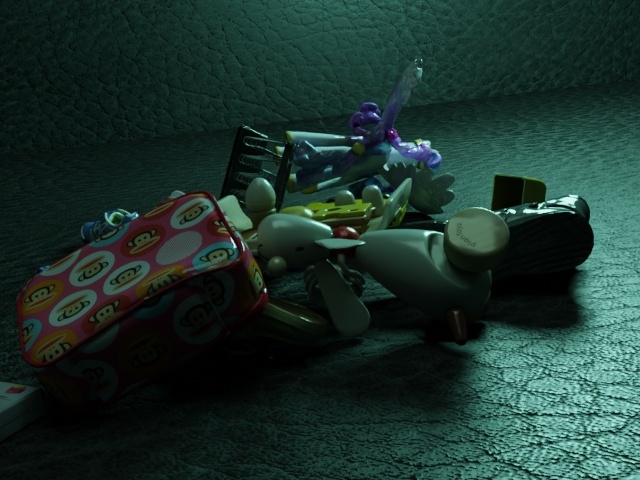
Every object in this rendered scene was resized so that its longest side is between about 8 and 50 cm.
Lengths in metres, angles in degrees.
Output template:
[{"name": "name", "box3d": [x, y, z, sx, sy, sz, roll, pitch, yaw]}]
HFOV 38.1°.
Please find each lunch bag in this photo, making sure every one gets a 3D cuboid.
[{"name": "lunch bag", "box3d": [-0.230, 0.059, 1.148, 0.293, 0.120, 0.258, -28, 35, -6]}]

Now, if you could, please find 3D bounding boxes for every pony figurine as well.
[{"name": "pony figurine", "box3d": [0.106, -0.181, 1.885, 0.363, 0.303, 0.351, -7, -4, -10]}]

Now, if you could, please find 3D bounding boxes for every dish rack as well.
[{"name": "dish rack", "box3d": [-0.124, -0.111, 1.795, 0.074, 0.208, 0.271, 13, 5, -19]}]

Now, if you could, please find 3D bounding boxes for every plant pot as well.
[{"name": "plant pot", "box3d": [0.383, -0.083, 1.761, 0.083, 0.082, 0.081, -1, 10, -36]}]

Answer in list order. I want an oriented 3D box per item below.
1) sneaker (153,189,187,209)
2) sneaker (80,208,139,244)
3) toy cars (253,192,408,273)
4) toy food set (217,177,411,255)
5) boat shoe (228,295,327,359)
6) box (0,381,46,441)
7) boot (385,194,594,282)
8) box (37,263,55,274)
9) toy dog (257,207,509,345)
[{"name": "sneaker", "box3d": [-0.261, -0.017, 1.799, 0.128, 0.087, 0.221, -40, 36, -27]}, {"name": "sneaker", "box3d": [-0.400, -0.023, 1.807, 0.211, 0.081, 0.080, 7, 21, 45]}, {"name": "toy cars", "box3d": [-0.030, 0.001, 1.586, 0.393, 0.087, 0.176, -16, 19, -23]}, {"name": "toy food set", "box3d": [-0.024, -0.051, 1.401, 0.305, 0.093, 0.220, -6, 11, 14]}, {"name": "boat shoe", "box3d": [-0.115, 0.110, 1.233, 0.285, 0.089, 0.104, 10, -5, 38]}, {"name": "box", "box3d": [-0.426, 0.208, 1.033, 0.145, 0.038, 0.186, 3, 18, 26]}, {"name": "boot", "box3d": [0.249, 0.004, 1.427, 0.337, 0.118, 0.223, -3, 10, 12]}, {"name": "box", "box3d": [-0.360, 0.049, 1.608, 0.225, 0.037, 0.136, -16, 18, -29]}, {"name": "toy dog", "box3d": [0.081, 0.056, 1.195, 0.333, 0.220, 0.161, -7, 45, 23]}]
